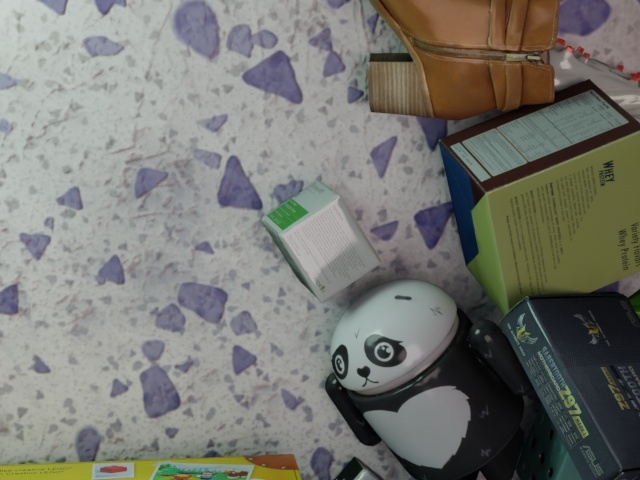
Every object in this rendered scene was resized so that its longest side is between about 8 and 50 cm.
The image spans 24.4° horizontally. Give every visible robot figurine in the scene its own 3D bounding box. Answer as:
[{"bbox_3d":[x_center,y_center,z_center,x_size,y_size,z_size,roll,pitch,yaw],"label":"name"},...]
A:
[{"bbox_3d":[0.131,0.177,1.759,0.209,0.173,0.278,-38,109,-4],"label":"robot figurine"}]

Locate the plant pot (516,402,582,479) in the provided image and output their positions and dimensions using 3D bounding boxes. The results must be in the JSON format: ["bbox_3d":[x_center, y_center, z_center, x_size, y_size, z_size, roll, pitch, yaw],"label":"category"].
[{"bbox_3d":[0.375,0.281,1.813,0.234,0.165,0.165,12,112,-17],"label":"plant pot"}]

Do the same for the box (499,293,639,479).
[{"bbox_3d":[0.327,0.169,1.680,0.183,0.232,0.059,1,143,-40],"label":"box"}]

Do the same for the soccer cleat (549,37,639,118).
[{"bbox_3d":[0.344,-0.178,1.796,0.196,0.068,0.076,21,110,-16],"label":"soccer cleat"}]

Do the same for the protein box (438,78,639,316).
[{"bbox_3d":[0.271,-0.046,1.735,0.201,0.136,0.200,-22,127,-8],"label":"protein box"}]

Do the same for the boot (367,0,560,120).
[{"bbox_3d":[0.160,-0.271,1.668,0.220,0.109,0.283,-2,109,5],"label":"boot"}]

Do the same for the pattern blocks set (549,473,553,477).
[{"bbox_3d":[0.346,0.442,1.918,0.285,0.026,0.325,-41,104,-20],"label":"pattern blocks set"}]

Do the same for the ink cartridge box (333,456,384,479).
[{"bbox_3d":[0.118,0.454,1.878,0.371,0.069,0.176,43,89,-17],"label":"ink cartridge box"}]

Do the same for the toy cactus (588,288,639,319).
[{"bbox_3d":[0.341,0.083,1.841,0.180,0.112,0.219,16,108,-7],"label":"toy cactus"}]

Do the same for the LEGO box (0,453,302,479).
[{"bbox_3d":[-0.269,0.454,1.679,0.500,0.193,0.372,-1,103,-7],"label":"LEGO box"}]

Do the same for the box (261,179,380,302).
[{"bbox_3d":[0.000,0.000,1.722,0.087,0.101,0.102,-33,109,-6],"label":"box"}]
